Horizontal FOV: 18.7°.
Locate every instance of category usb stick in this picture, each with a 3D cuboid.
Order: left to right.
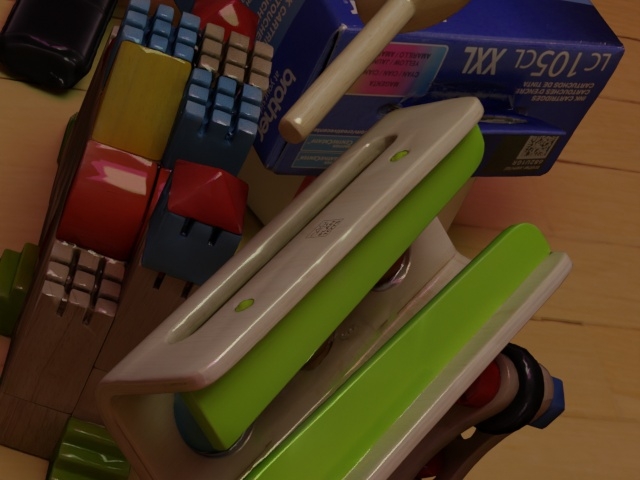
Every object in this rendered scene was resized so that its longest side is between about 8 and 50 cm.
[{"bbox_3d":[-0.201,-0.221,1.623,0.077,0.045,0.278,17,40,-3],"label":"usb stick"}]

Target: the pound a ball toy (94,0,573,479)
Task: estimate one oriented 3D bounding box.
[{"bbox_3d":[0.000,0.000,1.117,0.319,0.135,0.208,-45,112,-35],"label":"pound a ball toy"}]

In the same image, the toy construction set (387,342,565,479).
[{"bbox_3d":[0.013,0.203,1.191,0.309,0.237,0.257,-22,104,-60],"label":"toy construction set"}]

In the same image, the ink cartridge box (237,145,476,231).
[{"bbox_3d":[-0.002,-0.089,1.560,0.158,0.092,0.218,-17,55,-42],"label":"ink cartridge box"}]

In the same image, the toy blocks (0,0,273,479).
[{"bbox_3d":[-0.118,-0.038,1.304,0.190,0.261,0.381,19,40,-11],"label":"toy blocks"}]

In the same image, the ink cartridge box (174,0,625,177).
[{"bbox_3d":[0.046,-0.189,1.511,0.270,0.151,0.395,-1,48,-33],"label":"ink cartridge box"}]
